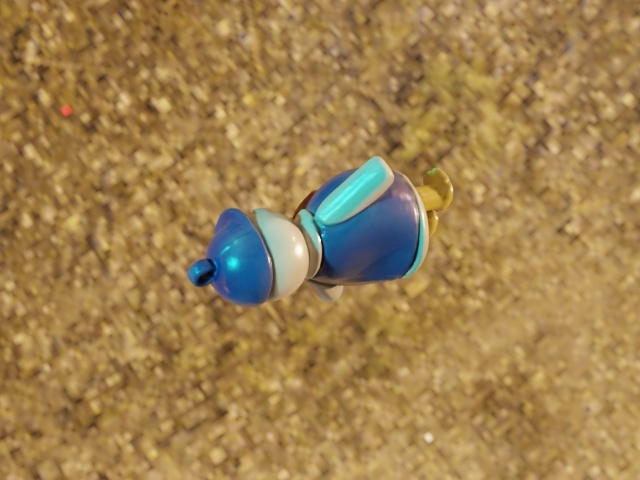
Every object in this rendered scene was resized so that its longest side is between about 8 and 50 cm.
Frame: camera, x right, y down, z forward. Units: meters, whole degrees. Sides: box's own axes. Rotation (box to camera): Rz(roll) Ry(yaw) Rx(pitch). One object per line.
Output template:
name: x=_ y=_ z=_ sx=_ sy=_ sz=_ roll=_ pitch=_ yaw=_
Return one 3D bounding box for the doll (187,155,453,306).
doll: x=0.000 y=0.000 z=0.849 sx=0.143 sy=0.058 sz=0.099 roll=-17 pitch=148 yaw=-31
